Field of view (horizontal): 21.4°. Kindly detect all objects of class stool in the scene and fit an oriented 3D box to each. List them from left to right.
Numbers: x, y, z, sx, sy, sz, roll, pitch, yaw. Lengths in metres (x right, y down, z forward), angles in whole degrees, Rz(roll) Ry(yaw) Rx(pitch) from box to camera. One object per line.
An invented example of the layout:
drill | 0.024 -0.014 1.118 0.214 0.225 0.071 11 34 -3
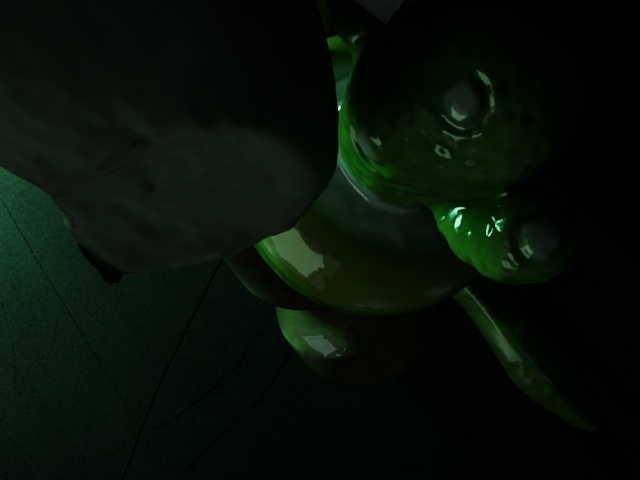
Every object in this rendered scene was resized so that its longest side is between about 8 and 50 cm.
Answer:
stool | 0.000 0.000 1.684 0.179 0.179 0.264 43 172 47

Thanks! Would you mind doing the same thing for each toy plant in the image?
toy plant | 0.057 -0.061 0.989 0.224 0.184 0.316 62 166 7

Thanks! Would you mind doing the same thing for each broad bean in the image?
broad bean | 0.145 0.049 1.469 0.325 0.067 0.075 49 166 -14

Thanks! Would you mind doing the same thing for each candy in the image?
candy | -0.137 -0.184 0.846 0.427 0.186 0.386 59 -171 33

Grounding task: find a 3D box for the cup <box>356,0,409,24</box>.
cup | -0.037 -0.222 0.592 0.288 0.203 0.203 43 174 -2

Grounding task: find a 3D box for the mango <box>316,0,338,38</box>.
mango | -0.039 -0.189 1.136 0.159 0.084 0.105 43 144 16
